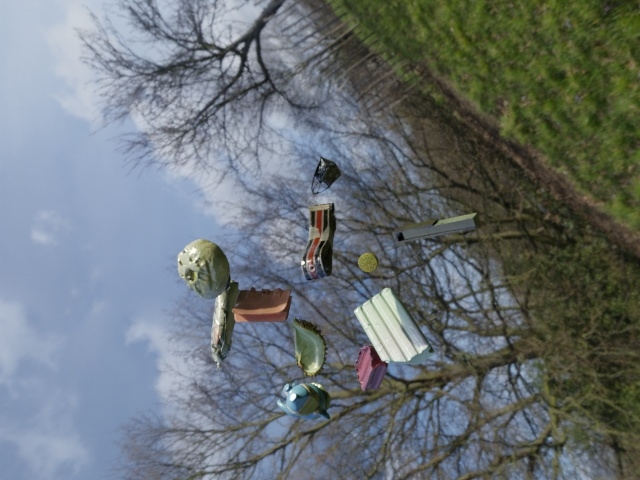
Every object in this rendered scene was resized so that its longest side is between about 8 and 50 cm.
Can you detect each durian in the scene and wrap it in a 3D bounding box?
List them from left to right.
[{"bbox_3d":[-0.041,0.435,2.009,0.144,0.139,0.252,172,94,-86],"label":"durian"}]

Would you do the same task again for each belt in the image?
[{"bbox_3d":[0.000,0.000,1.741,0.359,0.094,0.126,-82,-20,-46],"label":"belt"}]

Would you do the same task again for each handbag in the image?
[{"bbox_3d":[-0.225,0.247,1.898,0.157,0.212,0.059,-78,-16,-54],"label":"handbag"},{"bbox_3d":[0.006,-0.240,1.886,0.072,0.139,0.115,31,172,24],"label":"handbag"}]

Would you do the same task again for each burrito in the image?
[{"bbox_3d":[-0.451,0.380,2.284,0.139,0.101,0.445,75,-165,-60],"label":"burrito"}]

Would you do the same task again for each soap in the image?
[{"bbox_3d":[0.236,0.568,2.240,0.250,0.099,0.162,100,166,-44],"label":"soap"},{"bbox_3d":[0.266,0.330,1.783,0.095,0.173,0.289,45,-169,-51],"label":"soap"}]

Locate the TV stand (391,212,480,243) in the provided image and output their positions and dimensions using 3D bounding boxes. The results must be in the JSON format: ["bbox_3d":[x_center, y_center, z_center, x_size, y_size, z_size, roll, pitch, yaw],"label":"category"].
[{"bbox_3d":[0.337,-0.036,1.438,0.049,0.256,0.040,-35,-72,-51],"label":"TV stand"}]

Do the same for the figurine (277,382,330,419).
[{"bbox_3d":[-0.064,0.609,1.877,0.262,0.180,0.154,42,-123,-44],"label":"figurine"}]

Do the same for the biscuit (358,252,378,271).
[{"bbox_3d":[0.203,0.093,2.065,0.084,0.084,0.023,58,-158,-3],"label":"biscuit"}]

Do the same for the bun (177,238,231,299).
[{"bbox_3d":[-0.462,0.112,1.899,0.141,0.239,0.239,-22,-100,-52],"label":"bun"}]
